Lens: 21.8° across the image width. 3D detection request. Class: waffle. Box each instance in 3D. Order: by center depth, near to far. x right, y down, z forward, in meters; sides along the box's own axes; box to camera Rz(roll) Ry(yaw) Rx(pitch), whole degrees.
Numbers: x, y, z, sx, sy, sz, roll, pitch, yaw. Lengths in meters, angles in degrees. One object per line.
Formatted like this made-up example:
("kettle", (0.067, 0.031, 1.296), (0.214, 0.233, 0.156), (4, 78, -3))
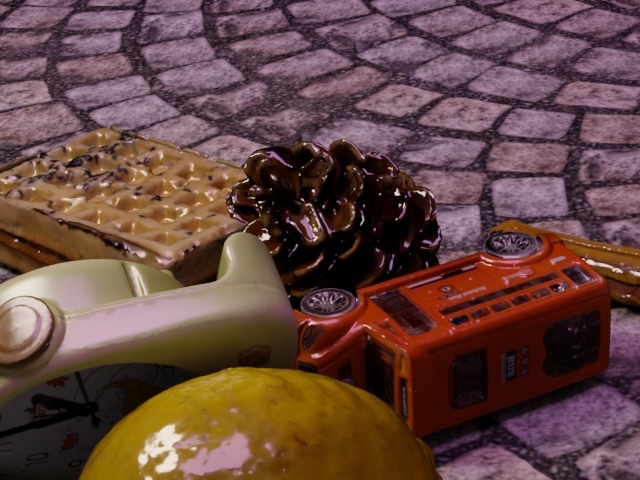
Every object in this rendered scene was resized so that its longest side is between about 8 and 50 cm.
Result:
("waffle", (-0.223, -0.026, 2.030), (0.376, 0.114, 0.261), (20, 37, 39))

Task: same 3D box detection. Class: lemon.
("lemon", (-0.049, 0.231, 1.340), (0.316, 0.285, 0.285), (-43, 42, -19))

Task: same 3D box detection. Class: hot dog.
("hot dog", (0.316, 0.030, 1.890), (0.286, 0.061, 0.088), (18, 32, 39))

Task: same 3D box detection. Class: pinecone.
("pinecone", (0.013, 0.002, 1.800), (0.243, 0.257, 0.243), (0, 66, 1))

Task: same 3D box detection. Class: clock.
("clock", (-0.203, 0.129, 1.451), (0.348, 0.286, 0.117), (-7, 51, -19))

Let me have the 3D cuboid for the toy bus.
("toy bus", (0.128, 0.107, 1.690), (0.329, 0.143, 0.153), (-15, 30, -23))
